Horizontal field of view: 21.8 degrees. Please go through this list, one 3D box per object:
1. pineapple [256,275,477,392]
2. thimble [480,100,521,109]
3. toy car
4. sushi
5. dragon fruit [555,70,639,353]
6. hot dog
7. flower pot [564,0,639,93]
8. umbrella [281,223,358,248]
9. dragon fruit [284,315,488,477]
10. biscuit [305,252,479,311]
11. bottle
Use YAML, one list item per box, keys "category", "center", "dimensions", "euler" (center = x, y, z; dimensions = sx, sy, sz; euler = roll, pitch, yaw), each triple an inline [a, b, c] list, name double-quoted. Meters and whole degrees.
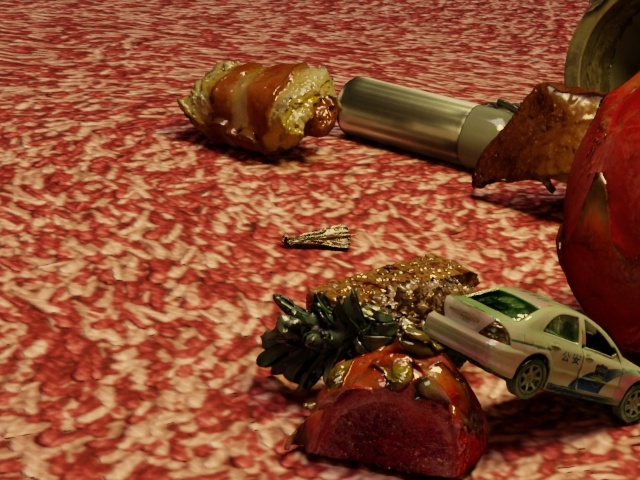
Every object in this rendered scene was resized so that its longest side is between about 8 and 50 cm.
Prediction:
- category: "pineapple"
  center: [0.052, 0.075, 1.368]
  dimensions: [0.221, 0.083, 0.103]
  euler: [-3, -1, -38]
- category: "thimble"
  center: [0.247, -0.138, 2.117]
  dimensions: [0.104, 0.066, 0.095]
  euler: [-3, 22, -36]
- category: "toy car"
  center: [0.183, 0.086, 1.324]
  dimensions: [0.224, 0.076, 0.090]
  euler: [16, 6, -42]
- category: "sushi"
  center: [0.339, -0.089, 1.890]
  dimensions: [0.296, 0.179, 0.167]
  euler: [5, 1, -16]
- category: "dragon fruit"
  center: [0.367, -0.024, 1.504]
  dimensions: [0.295, 0.301, 0.295]
  euler: [22, 3, -1]
- category: "hot dog"
  center: [-0.073, -0.156, 2.010]
  dimensions: [0.213, 0.103, 0.146]
  euler: [10, 37, 39]
- category: "flower pot"
  center: [0.483, -0.204, 2.139]
  dimensions: [0.290, 0.290, 0.259]
  euler: [16, 7, 26]
- category: "umbrella"
  center: [0.001, -0.001, 1.686]
  dimensions: [0.083, 0.020, 0.031]
  euler: [-1, 59, -24]
- category: "dragon fruit"
  center: [0.053, 0.114, 1.233]
  dimensions: [0.147, 0.096, 0.102]
  euler: [9, 22, 10]
- category: "biscuit"
  center: [0.067, 0.048, 1.534]
  dimensions: [0.064, 0.034, 0.199]
  euler: [22, 22, 37]
- category: "bottle"
  center: [0.142, -0.150, 2.069]
  dimensions: [0.254, 0.096, 0.079]
  euler: [18, -13, 30]
